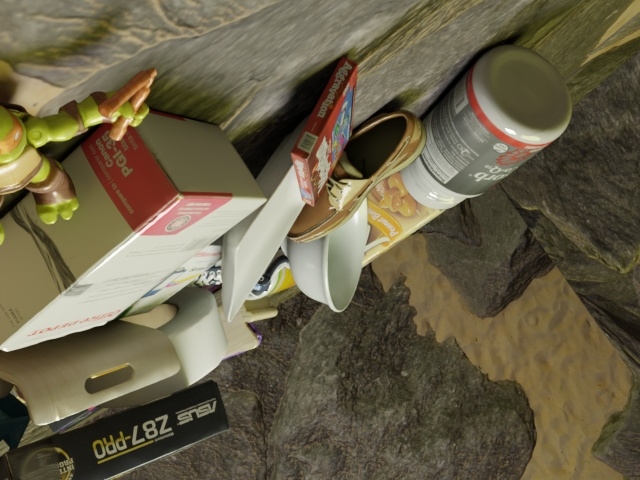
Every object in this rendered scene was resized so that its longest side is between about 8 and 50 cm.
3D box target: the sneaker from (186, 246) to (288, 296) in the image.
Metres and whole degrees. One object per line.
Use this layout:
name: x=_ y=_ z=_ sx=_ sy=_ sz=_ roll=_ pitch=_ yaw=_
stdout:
sneaker: x=-0.191 y=0.058 z=1.191 sx=0.282 sy=0.153 sz=0.099 roll=-30 pitch=171 yaw=-20

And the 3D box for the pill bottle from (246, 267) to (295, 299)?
pill bottle: x=-0.115 y=0.053 z=1.520 sx=0.136 sy=0.136 sz=0.246 roll=-36 pitch=171 yaw=19

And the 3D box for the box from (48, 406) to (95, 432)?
box: x=-0.474 y=0.277 z=1.433 sx=0.270 sy=0.143 sz=0.165 roll=-32 pitch=175 yaw=-10

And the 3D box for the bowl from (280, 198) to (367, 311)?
bowl: x=0.000 y=0.000 z=1.417 sx=0.134 sy=0.297 sz=0.298 roll=6 pitch=-176 yaw=18

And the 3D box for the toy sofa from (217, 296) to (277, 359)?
toy sofa: x=-0.292 y=0.242 z=1.661 sx=0.363 sy=0.177 sz=0.150 roll=-29 pitch=170 yaw=17

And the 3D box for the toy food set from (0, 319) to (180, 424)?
toy food set: x=-0.384 y=0.187 z=0.966 sx=0.306 sy=0.092 sz=0.220 roll=5 pitch=-167 yaw=41

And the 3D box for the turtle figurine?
turtle figurine: x=-0.259 y=-0.053 z=0.510 sx=0.270 sy=0.087 sz=0.217 roll=-39 pitch=-177 yaw=-25

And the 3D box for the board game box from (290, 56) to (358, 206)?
board game box: x=0.008 y=-0.145 z=0.966 sx=0.145 sy=0.027 sz=0.281 roll=-62 pitch=175 yaw=-7

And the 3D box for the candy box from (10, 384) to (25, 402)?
candy box: x=-0.703 y=0.351 z=1.330 sx=0.187 sy=0.053 sz=0.109 roll=-28 pitch=171 yaw=-24

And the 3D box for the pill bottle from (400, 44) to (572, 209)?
pill bottle: x=0.320 y=-0.214 z=1.356 sx=0.210 sy=0.210 sz=0.363 roll=-29 pitch=171 yaw=-28

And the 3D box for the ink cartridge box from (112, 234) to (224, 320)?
ink cartridge box: x=-0.253 y=0.030 z=1.011 sx=0.212 sy=0.093 sz=0.154 roll=-37 pitch=171 yaw=13

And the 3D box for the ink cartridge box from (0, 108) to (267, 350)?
ink cartridge box: x=-0.232 y=-0.011 z=0.747 sx=0.283 sy=0.117 sz=0.207 roll=-36 pitch=172 yaw=17

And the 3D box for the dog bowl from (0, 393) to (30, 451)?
dog bowl: x=-0.572 y=0.282 z=1.063 sx=0.074 sy=0.166 sz=0.297 roll=-56 pitch=176 yaw=-12

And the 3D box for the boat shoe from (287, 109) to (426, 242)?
boat shoe: x=0.047 y=-0.127 z=1.202 sx=0.324 sy=0.122 sz=0.120 roll=-42 pitch=165 yaw=8

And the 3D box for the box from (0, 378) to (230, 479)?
box: x=-0.371 y=0.350 z=1.077 sx=0.318 sy=0.097 sz=0.395 roll=-10 pitch=164 yaw=-38

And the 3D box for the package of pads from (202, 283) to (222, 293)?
package of pads: x=-0.256 y=0.105 z=1.666 sx=0.083 sy=0.032 sz=0.050 roll=-34 pitch=175 yaw=6

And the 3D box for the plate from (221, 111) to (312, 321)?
plate: x=-0.081 y=-0.040 z=1.007 sx=0.278 sy=0.045 sz=0.277 roll=-59 pitch=173 yaw=-29

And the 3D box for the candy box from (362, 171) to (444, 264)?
candy box: x=0.119 y=-0.059 z=1.593 sx=0.316 sy=0.182 sz=0.087 roll=-36 pitch=171 yaw=20

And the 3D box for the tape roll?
tape roll: x=-0.318 y=0.187 z=1.201 sx=0.286 sy=0.100 sz=0.286 roll=-12 pitch=-162 yaw=4
